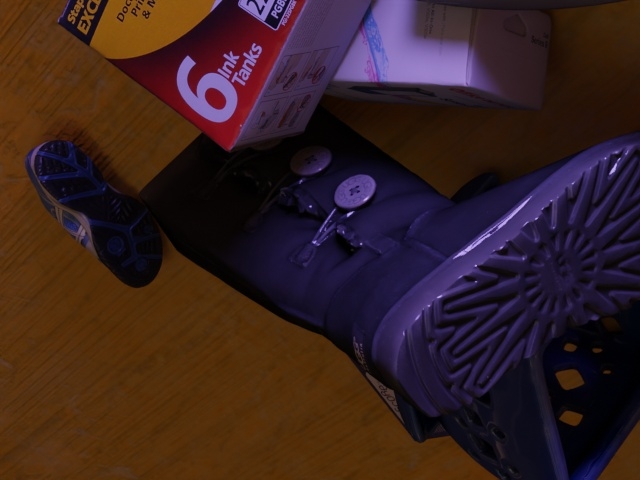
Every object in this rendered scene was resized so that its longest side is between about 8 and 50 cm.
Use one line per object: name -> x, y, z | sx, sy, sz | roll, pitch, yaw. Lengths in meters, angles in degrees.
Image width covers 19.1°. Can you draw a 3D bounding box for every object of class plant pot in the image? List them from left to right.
plant pot -> 0.190, 0.084, 1.826 | 0.212, 0.236, 0.236 | 17, 140, 33

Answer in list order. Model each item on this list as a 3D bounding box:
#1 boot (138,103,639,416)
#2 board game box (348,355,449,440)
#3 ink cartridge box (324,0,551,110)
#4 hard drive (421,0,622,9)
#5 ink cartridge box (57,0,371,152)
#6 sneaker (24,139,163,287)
boot -> 0.087, -0.041, 1.747 | 0.445, 0.367, 0.146 | 29, 142, 54
board game box -> 0.103, 0.133, 2.093 | 0.136, 0.035, 0.201 | -14, 121, 44
ink cartridge box -> 0.077, -0.172, 1.681 | 0.212, 0.154, 0.093 | 4, 88, 31
hard drive -> 0.196, -0.261, 1.506 | 0.254, 0.172, 0.054 | 0, 159, 35
ink cartridge box -> -0.080, -0.279, 1.580 | 0.272, 0.130, 0.309 | 37, 116, 19
sneaker -> -0.256, -0.034, 2.162 | 0.211, 0.080, 0.081 | 54, 160, -22
